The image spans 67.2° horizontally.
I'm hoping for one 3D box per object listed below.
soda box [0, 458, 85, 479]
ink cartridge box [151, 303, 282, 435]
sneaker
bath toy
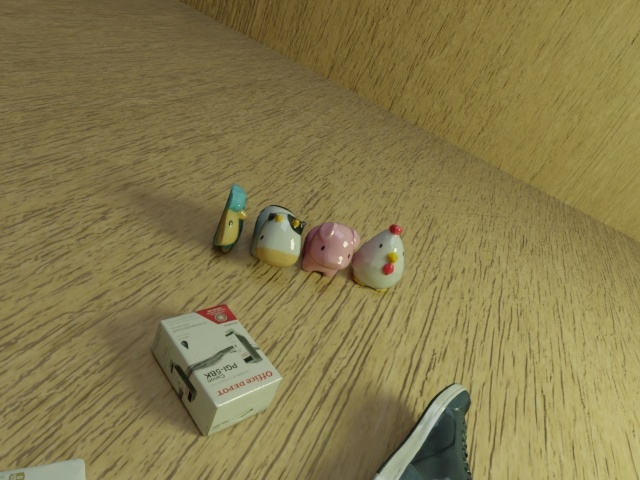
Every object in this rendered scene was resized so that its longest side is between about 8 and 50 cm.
[{"bbox_3d":[-0.196,0.272,0.331,0.069,0.074,0.216,3,38,-32],"label":"soda box"},{"bbox_3d":[-0.126,0.150,0.584,0.099,0.056,0.135,-11,45,-46],"label":"ink cartridge box"},{"bbox_3d":[0.168,0.278,0.556,0.163,0.086,0.226,28,39,27],"label":"sneaker"},{"bbox_3d":[0.000,0.000,0.834,0.348,0.129,0.151,15,32,-18],"label":"bath toy"}]
